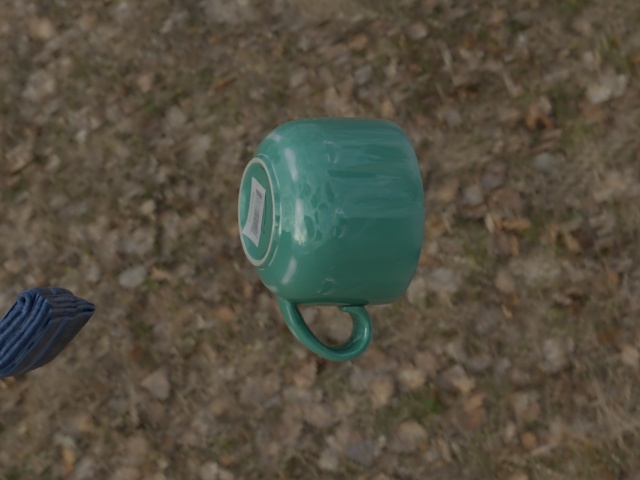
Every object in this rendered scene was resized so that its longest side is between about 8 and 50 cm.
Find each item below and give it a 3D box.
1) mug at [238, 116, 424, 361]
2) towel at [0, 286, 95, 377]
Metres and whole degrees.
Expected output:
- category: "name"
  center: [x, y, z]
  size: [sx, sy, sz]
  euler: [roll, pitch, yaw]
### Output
- category: "mug"
  center: [0.002, -0.007, 0.993]
  size: [0.097, 0.129, 0.158]
  euler: [0, 66, -22]
- category: "towel"
  center: [-0.190, 0.062, 0.967]
  size: [0.029, 0.119, 0.067]
  euler: [39, 91, 3]
